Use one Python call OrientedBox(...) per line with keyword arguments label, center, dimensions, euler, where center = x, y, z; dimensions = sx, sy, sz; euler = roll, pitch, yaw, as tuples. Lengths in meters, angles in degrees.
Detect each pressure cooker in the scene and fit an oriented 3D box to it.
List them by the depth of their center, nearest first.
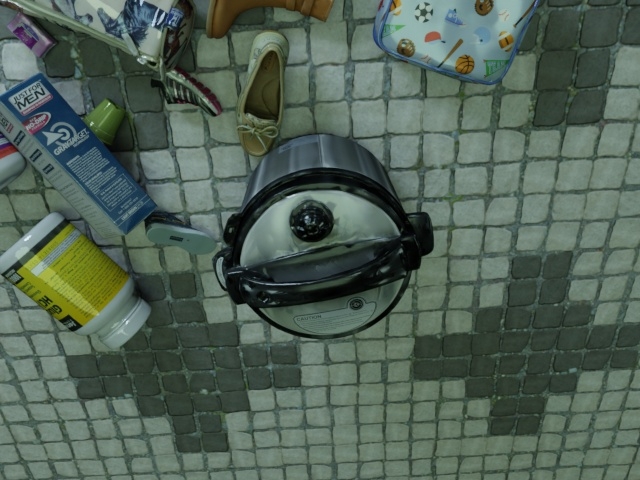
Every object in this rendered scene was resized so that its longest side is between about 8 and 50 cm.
OrientedBox(label="pressure cooker", center=(-0.003, -0.005, 1.037), dimensions=(0.375, 0.420, 0.370), euler=(32, 111, -16))

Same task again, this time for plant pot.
OrientedBox(label="plant pot", center=(-0.472, -0.267, 1.092), dimensions=(0.083, 0.083, 0.079), euler=(39, 97, -18))

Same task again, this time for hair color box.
OrientedBox(label="hair color box", center=(-0.530, -0.167, 1.073), dimensions=(0.174, 0.105, 0.347), euler=(-5, 129, 51))

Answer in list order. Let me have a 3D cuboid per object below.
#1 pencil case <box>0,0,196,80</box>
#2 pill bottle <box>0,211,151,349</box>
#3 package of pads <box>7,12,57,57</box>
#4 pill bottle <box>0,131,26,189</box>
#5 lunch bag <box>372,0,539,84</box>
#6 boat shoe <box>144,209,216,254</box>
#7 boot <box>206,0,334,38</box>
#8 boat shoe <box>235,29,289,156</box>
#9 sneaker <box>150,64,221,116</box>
OrientedBox(label="pencil case", center=(-0.454, -0.460, 0.933), dimensions=(0.410, 0.183, 0.160), euler=(19, 145, -11))
OrientedBox(label="pill bottle", center=(-0.585, 0.107, 1.205), dimensions=(0.188, 0.188, 0.334), euler=(-36, 112, 15))
OrientedBox(label="package of pads", center=(-0.598, -0.426, 1.030), dimensions=(0.050, 0.032, 0.083), euler=(-38, 111, 14))
OrientedBox(label="pill bottle", center=(-0.799, -0.234, 1.032), dimensions=(0.181, 0.181, 0.323), euler=(-32, 109, 13))
OrientedBox(label="lunch bag", center=(0.274, -0.459, 0.994), dimensions=(0.303, 0.115, 0.243), euler=(15, 113, -8))
OrientedBox(label="boat shoe", center=(-0.345, -0.025, 1.221), dimensions=(0.183, 0.083, 0.065), euler=(19, 118, -40))
OrientedBox(label="boot", center=(-0.087, -0.491, 0.984), dimensions=(0.220, 0.109, 0.283), euler=(25, 106, -17))
OrientedBox(label="boat shoe", center=(-0.127, -0.293, 1.054), dimensions=(0.105, 0.089, 0.285), euler=(5, 131, -9))
OrientedBox(label="sneaker", center=(-0.295, -0.317, 1.076), dimensions=(0.170, 0.063, 0.075), euler=(36, 110, -12))
